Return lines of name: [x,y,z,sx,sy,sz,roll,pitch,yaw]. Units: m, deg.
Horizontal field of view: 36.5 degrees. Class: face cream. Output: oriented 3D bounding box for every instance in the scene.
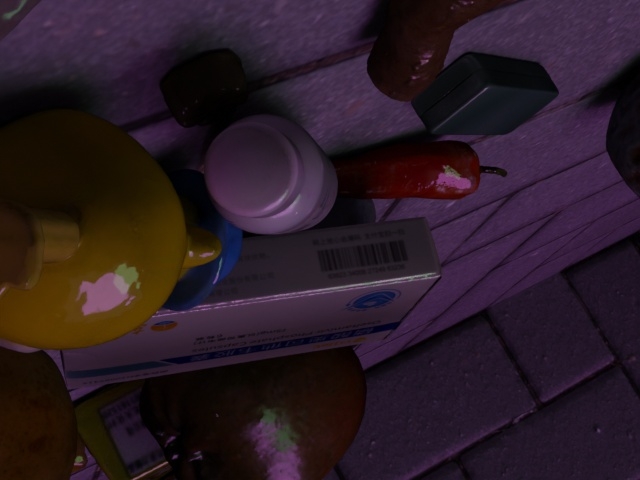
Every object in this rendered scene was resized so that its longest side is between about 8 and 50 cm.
face cream: [-0.033,-0.044,0.693,0.082,0.082,0.269,-31,179,5]

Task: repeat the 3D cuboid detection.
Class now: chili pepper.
chili pepper: [0.093,-0.071,1.001,0.272,0.063,0.071,-5,157,-34]

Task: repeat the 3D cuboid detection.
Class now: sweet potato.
sweet potato: [0.113,-0.190,0.622,0.067,0.059,0.281,-4,154,-35]

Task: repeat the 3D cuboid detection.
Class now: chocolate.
chocolate: [-0.196,0.260,1.445,0.300,0.137,0.289,-27,166,-13]

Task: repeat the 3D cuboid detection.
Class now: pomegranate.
pomegranate: [-0.299,0.166,0.747,0.233,0.233,0.233,-28,166,-7]

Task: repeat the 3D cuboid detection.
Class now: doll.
doll: [-0.157,-0.006,0.627,0.199,0.145,0.363,9,-179,9]

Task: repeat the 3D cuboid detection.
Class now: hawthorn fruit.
hawthorn fruit: [-0.068,0.183,1.211,0.301,0.268,0.268,-25,166,-34]

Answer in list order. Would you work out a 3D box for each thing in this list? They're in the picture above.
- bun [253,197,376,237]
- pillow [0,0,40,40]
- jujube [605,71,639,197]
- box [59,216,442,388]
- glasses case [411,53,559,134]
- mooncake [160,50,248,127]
bun: [0.000,0.000,1.028,0.141,0.083,0.141,-29,164,-9]
pillow: [-0.248,-0.047,0.387,0.270,0.067,0.173,-34,171,18]
jujube: [0.524,-0.168,1.212,0.246,0.215,0.308,-17,161,-44]
box: [-0.076,0.062,0.928,0.343,0.065,0.200,-7,159,-15]
glasses case: [0.165,-0.140,0.951,0.078,0.039,0.184,-38,164,31]
mooncake: [0.068,-0.134,0.606,0.346,0.057,0.150,-13,180,30]
